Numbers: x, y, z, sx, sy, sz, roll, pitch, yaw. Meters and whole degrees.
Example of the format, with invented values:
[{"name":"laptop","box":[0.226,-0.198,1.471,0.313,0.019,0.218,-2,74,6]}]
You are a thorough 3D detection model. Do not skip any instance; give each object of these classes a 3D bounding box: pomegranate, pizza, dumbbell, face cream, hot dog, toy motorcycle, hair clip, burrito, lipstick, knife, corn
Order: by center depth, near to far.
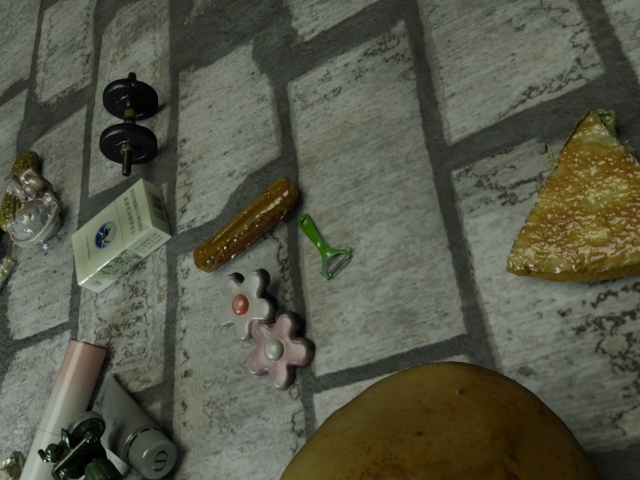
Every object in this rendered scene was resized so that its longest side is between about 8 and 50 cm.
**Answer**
[{"name":"pomegranate","box":[0.138,0.347,0.846,0.417,0.417,0.416,-16,60,30]},{"name":"pizza","box":[0.430,-0.075,1.043,0.280,0.075,0.287,-2,66,31]},{"name":"toy motorcycle","box":[-0.425,0.476,1.320,0.127,0.275,0.205,-25,39,-31]},{"name":"hair clip","box":[-0.112,0.164,1.330,0.146,0.075,0.257,-41,55,7]},{"name":"knife","box":[-0.001,-0.001,1.355,0.078,0.022,0.166,-42,51,7]},{"name":"face cream","box":[-0.406,0.388,1.431,0.314,0.089,0.143,18,87,46]},{"name":"hot dog","box":[-0.156,-0.029,1.454,0.286,0.061,0.087,-33,50,21]},{"name":"burrito","box":[-0.666,0.574,1.544,0.087,0.060,0.226,-45,51,10]},{"name":"lipstick","box":[-0.571,0.388,1.545,0.087,0.087,0.326,5,71,38]},{"name":"dumbbell","box":[-0.489,-0.304,1.775,0.143,0.143,0.325,-23,57,26]},{"name":"burrito","box":[-0.914,0.108,1.961,0.149,0.041,0.055,-55,35,6]},{"name":"corn","box":[-0.879,-0.139,2.026,0.086,0.086,0.288,-20,56,28]}]

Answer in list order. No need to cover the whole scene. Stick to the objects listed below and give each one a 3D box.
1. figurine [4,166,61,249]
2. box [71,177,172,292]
[{"name":"figurine","box":[-0.783,-0.078,1.885,0.163,0.141,0.236,-28,55,10]},{"name":"box","box":[-0.487,-0.010,1.684,0.256,0.069,0.164,-35,52,17]}]
